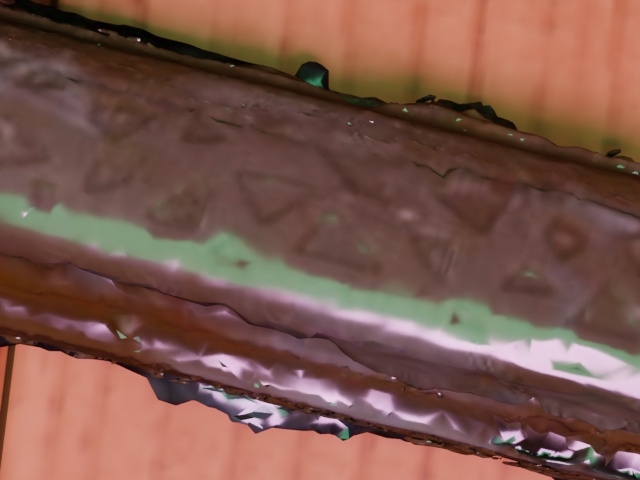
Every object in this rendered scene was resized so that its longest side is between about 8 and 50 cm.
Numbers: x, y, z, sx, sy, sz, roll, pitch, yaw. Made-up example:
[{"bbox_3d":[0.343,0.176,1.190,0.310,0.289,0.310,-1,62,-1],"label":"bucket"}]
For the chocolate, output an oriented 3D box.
[{"bbox_3d":[-0.001,0.003,0.510,0.329,0.065,0.102,15,90,0],"label":"chocolate"}]
